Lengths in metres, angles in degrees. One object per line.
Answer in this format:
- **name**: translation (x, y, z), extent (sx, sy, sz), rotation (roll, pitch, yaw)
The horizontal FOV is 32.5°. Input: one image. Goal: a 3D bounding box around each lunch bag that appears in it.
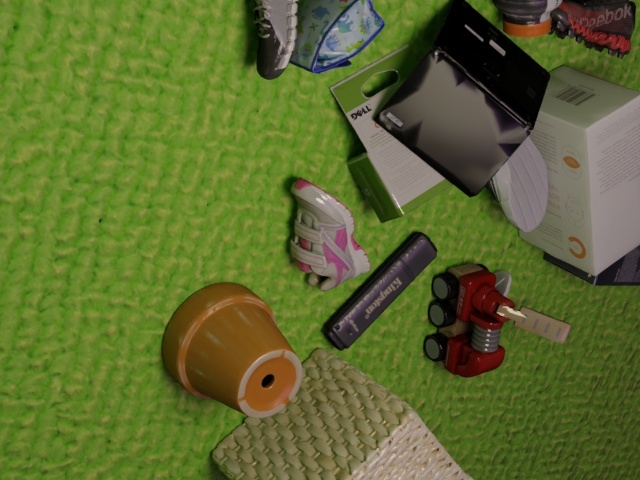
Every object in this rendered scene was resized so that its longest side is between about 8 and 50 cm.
- **lunch bag**: translation (0.004, -0.331, 1.738), extent (0.151, 0.129, 0.096), rotation (-45, 132, -13)

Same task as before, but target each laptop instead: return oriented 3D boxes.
- **laptop**: translation (0.257, -0.257, 1.946), extent (0.234, 0.136, 0.264), rotation (37, 48, -14)

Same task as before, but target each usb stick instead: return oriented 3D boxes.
- **usb stick**: translation (0.117, 0.096, 2.108), extent (0.278, 0.045, 0.077), rotation (-45, 133, -11)

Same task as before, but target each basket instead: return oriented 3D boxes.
- **basket**: translation (0.035, 0.423, 2.028), extent (0.328, 0.331, 0.266), rotation (-44, 127, -13)

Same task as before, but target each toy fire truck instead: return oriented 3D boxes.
- **toy fire truck**: translation (0.353, 0.181, 2.203), extent (0.158, 0.246, 0.217), rotation (-12, 119, -34)

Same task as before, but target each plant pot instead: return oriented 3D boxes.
- **plant pot**: translation (-0.134, 0.201, 1.860), extent (0.205, 0.188, 0.205), rotation (-18, 123, -31)

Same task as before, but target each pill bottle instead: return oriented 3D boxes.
- **pill bottle**: translation (0.369, -0.489, 1.951), extent (0.130, 0.130, 0.246), rotation (-23, 125, -28)

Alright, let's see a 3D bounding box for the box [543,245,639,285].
- **box**: translation (0.620, 0.023, 2.403), extent (0.207, 0.153, 0.108), rotation (2, 111, -40)

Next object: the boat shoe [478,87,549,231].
- **boat shoe**: translation (0.340, -0.162, 2.105), extent (0.121, 0.119, 0.335), rotation (-43, 126, -23)

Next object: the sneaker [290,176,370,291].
- **sneaker**: translation (0.000, 0.000, 1.924), extent (0.111, 0.103, 0.252), rotation (-41, 131, -17)

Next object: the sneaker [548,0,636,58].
- **sneaker**: translation (0.521, -0.442, 2.121), extent (0.276, 0.097, 0.135), rotation (5, 109, -43)

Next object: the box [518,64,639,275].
- **box**: translation (0.515, -0.140, 2.189), extent (0.168, 0.215, 0.345), rotation (-30, 129, -24)

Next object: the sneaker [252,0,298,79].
- **sneaker**: translation (-0.099, -0.368, 1.678), extent (0.132, 0.086, 0.229), rotation (7, 97, -36)

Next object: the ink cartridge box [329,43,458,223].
- **ink cartridge box**: translation (0.135, -0.190, 1.953), extent (0.189, 0.097, 0.255), rotation (-32, 95, -22)

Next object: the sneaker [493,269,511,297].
- **sneaker**: translation (0.371, 0.129, 2.332), extent (0.061, 0.053, 0.152), rotation (-5, 122, -47)
